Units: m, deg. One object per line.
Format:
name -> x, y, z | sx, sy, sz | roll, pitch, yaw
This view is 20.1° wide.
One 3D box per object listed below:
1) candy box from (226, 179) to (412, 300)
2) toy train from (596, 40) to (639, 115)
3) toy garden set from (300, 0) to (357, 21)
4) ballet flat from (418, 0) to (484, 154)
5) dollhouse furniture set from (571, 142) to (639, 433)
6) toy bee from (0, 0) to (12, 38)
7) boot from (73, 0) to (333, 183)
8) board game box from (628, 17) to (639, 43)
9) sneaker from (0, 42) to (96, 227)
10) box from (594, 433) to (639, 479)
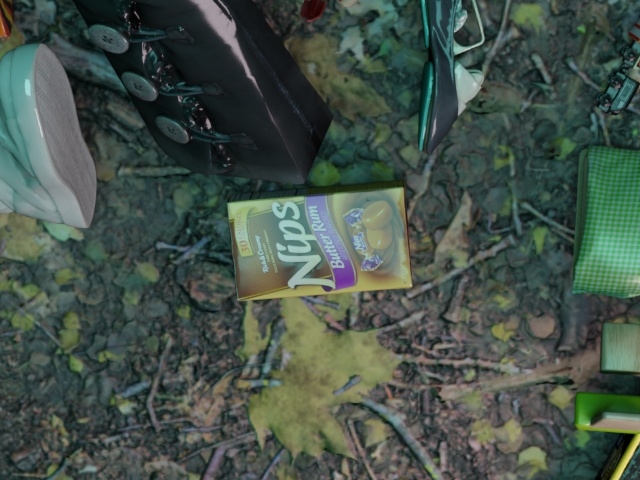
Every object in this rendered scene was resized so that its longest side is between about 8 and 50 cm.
candy box -> 0.000, 0.000, 1.898 | 0.187, 0.053, 0.109 | -5, 102, 5
toy train -> 0.334, -0.199, 1.856 | 0.036, 0.027, 0.158 | 27, 101, -5
toy garden set -> -0.004, -0.314, 1.745 | 0.204, 0.244, 0.049 | 39, 137, -5
ballet flat -> 0.133, -0.188, 1.846 | 0.074, 0.074, 0.203 | 0, 99, 2
dollhouse furniture set -> 0.357, 0.041, 1.794 | 0.198, 0.151, 0.301 | 4, 81, 0
toy bee -> -0.354, -0.357, 1.806 | 0.195, 0.162, 0.298 | 9, 127, -8
boot -> -0.209, -0.240, 1.713 | 0.367, 0.445, 0.146 | 27, 77, 31
board game box -> 0.432, -0.210, 1.826 | 0.193, 0.045, 0.146 | 34, 100, -14
sneaker -> -0.327, -0.099, 1.790 | 0.169, 0.292, 0.108 | 5, 62, 5
box -> 0.461, 0.287, 1.925 | 0.322, 0.079, 0.257 | 27, 99, -3
